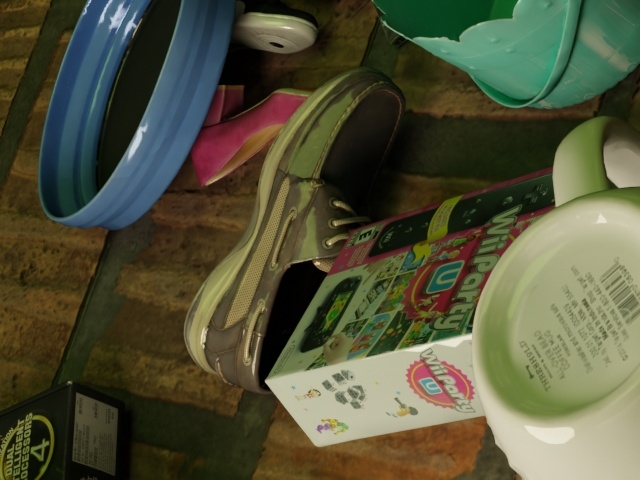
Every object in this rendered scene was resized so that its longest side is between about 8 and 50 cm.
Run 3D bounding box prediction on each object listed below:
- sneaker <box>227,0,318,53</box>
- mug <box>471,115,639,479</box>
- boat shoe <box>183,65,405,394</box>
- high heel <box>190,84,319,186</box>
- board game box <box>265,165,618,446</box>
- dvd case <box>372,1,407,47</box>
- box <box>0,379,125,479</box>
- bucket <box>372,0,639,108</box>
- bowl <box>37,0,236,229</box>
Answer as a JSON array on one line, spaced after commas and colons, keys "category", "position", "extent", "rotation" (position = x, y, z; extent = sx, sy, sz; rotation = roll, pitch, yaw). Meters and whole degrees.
[{"category": "sneaker", "position": [-0.072, -0.285, 1.998], "extent": [0.217, 0.079, 0.121], "rotation": [6, 73, 49]}, {"category": "mug", "position": [0.263, 0.071, 1.240], "extent": [0.276, 0.328, 0.374], "rotation": [-33, 46, 28]}, {"category": "boat shoe", "position": [0.000, 0.000, 1.734], "extent": [0.130, 0.132, 0.355], "rotation": [35, 103, 40]}, {"category": "high heel", "position": [-0.049, -0.110, 1.890], "extent": [0.244, 0.082, 0.117], "rotation": [6, 97, 35]}, {"category": "board game box", "position": [0.127, 0.054, 1.509], "extent": [0.303, 0.097, 0.224], "rotation": [-16, 31, 38]}, {"category": "dvd case", "position": [0.136, -0.331, 1.859], "extent": [0.221, 0.018, 0.164], "rotation": [-40, 43, 22]}, {"category": "box", "position": [-0.352, 0.384, 1.870], "extent": [0.318, 0.097, 0.395], "rotation": [-26, 52, 36]}, {"category": "bucket", "position": [0.196, -0.267, 1.630], "extent": [0.281, 0.183, 0.281], "rotation": [-26, 50, 34]}, {"category": "bowl", "position": [-0.215, -0.195, 2.022], "extent": [0.391, 0.077, 0.391], "rotation": [-43, 37, 44]}]
